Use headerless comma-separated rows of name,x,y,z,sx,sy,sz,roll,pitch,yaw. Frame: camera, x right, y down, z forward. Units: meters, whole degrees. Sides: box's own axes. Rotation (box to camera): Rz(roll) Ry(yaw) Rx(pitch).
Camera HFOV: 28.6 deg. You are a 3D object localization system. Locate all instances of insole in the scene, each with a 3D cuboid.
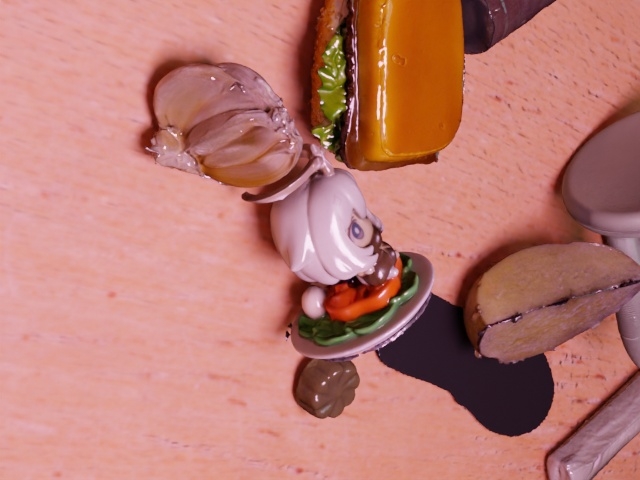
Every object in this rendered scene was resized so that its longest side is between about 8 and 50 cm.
insole,0.151,0.121,1.226,0.322,0.007,0.109,28,79,-46

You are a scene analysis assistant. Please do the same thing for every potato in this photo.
potato,0.209,0.048,1.195,0.172,0.089,0.101,-19,148,-10

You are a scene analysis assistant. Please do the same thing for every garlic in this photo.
garlic,-0.064,-0.085,0.892,0.113,0.094,0.074,42,29,-37

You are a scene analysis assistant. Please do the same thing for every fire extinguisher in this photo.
fire extinguisher,0.214,-0.248,1.116,0.267,0.089,0.072,-37,158,-30

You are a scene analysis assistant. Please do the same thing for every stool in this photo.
stool,0.361,-0.010,1.258,0.195,0.195,0.199,-81,149,-52

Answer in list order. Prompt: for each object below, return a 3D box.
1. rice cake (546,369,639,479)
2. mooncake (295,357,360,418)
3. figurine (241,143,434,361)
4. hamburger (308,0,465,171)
rice cake,0.341,0.201,1.414,0.256,0.052,0.057,-33,127,-35
mooncake,0.009,0.266,1.095,0.150,0.057,0.347,-29,116,-22
figurine,0.000,0.000,0.967,0.132,0.132,0.154,-45,118,-28
hamburger,0.045,-0.138,0.980,0.137,0.087,0.166,-8,106,-44
